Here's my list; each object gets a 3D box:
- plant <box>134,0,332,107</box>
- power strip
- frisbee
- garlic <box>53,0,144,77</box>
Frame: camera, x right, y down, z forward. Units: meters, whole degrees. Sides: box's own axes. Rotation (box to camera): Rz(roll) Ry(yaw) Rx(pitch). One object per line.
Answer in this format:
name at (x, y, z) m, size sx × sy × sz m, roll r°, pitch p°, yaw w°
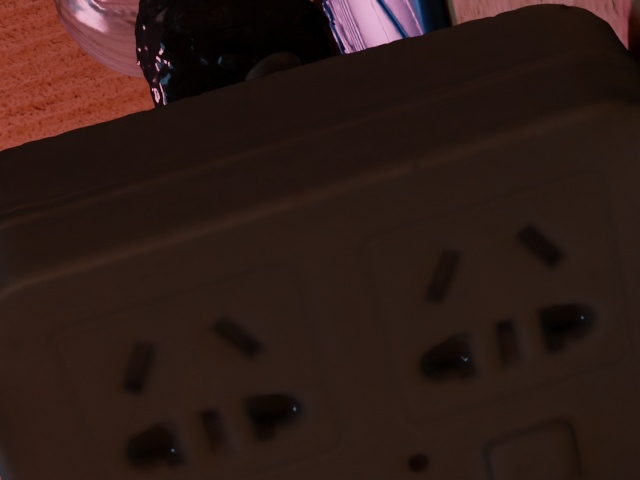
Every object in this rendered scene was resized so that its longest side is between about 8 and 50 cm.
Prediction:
plant at (-0.045, -0.091, 1.305) m, size 0.146 × 0.149 × 0.275 m, roll 77°, pitch 171°, yaw -47°
power strip at (0.014, 0.057, 0.637) m, size 0.141 × 0.229 × 0.261 m, roll -108°, pitch 2°, yaw -55°
frisbee at (0.019, -0.148, 0.974) m, size 0.242 × 0.045 × 0.242 m, roll 163°, pitch 90°, yaw -84°
garlic at (-0.224, -0.344, 2.145) m, size 0.322 × 0.241 × 0.322 m, roll 52°, pitch -177°, yaw -4°
